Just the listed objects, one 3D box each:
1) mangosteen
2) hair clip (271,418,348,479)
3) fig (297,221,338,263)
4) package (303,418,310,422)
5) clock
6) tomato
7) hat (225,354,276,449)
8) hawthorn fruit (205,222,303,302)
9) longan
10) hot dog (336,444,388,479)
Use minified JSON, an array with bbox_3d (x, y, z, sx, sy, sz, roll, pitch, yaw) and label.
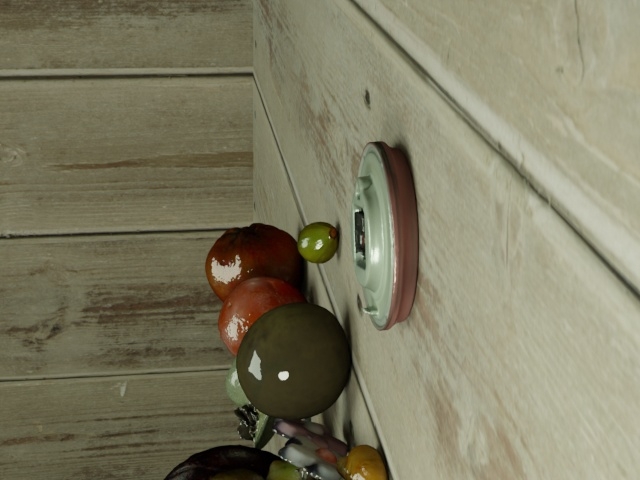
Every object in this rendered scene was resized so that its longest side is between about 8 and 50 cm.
[{"bbox_3d":[-0.143,0.540,1.916,0.381,0.381,0.421,-99,19,-44],"label":"mangosteen"},{"bbox_3d":[-0.012,0.352,1.744,0.257,0.146,0.075,-106,36,-73],"label":"hair clip"},{"bbox_3d":[0.000,0.000,1.846,0.088,0.074,0.074,-38,51,53],"label":"fig"},{"bbox_3d":[-0.031,0.398,2.340,0.037,0.015,0.110,-102,12,-50],"label":"package"},{"bbox_3d":[0.074,-0.005,1.345,0.244,0.056,0.244,179,90,-82],"label":"clock"},{"bbox_3d":[-0.107,0.174,2.206,0.208,0.184,0.208,51,-166,-18],"label":"tomato"},{"bbox_3d":[-0.110,0.268,2.049,0.257,0.130,0.257,-58,-11,-19],"label":"hat"},{"bbox_3d":[-0.137,0.092,2.387,0.224,0.224,0.261,-130,20,-78],"label":"hawthorn fruit"},{"bbox_3d":[-0.045,0.206,1.764,0.220,0.196,0.197,101,165,-63],"label":"longan"},{"bbox_3d":[0.059,0.339,1.517,0.140,0.060,0.090,-104,18,-71],"label":"hot dog"}]
